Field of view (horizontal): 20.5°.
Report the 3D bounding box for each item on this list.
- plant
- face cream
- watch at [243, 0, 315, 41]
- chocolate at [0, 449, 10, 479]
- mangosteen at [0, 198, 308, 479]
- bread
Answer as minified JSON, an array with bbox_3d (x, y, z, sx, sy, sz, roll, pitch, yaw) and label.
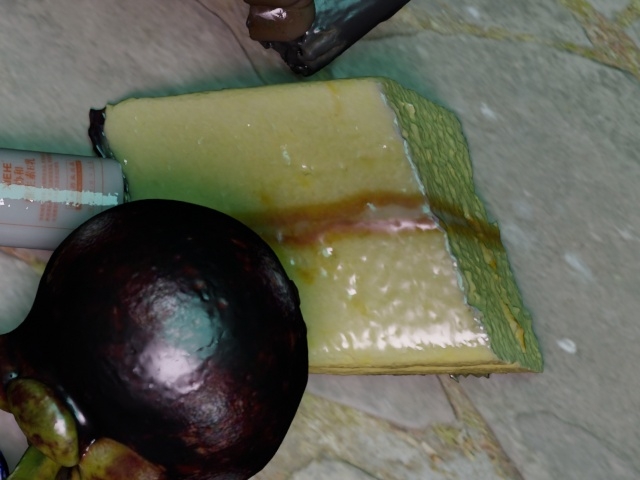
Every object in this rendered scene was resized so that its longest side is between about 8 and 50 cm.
[{"bbox_3d":[0.029,-0.302,1.933,0.164,0.142,0.256,37,71,-5],"label":"plant"},{"bbox_3d":[-0.327,-0.044,1.761,0.252,0.101,0.101,5,74,-17],"label":"face cream"},{"bbox_3d":[-0.144,-0.382,1.737,0.327,0.335,0.314,15,94,7],"label":"watch"},{"bbox_3d":[-0.290,0.353,1.664,0.148,0.126,0.343,-29,88,16],"label":"chocolate"},{"bbox_3d":[-0.167,0.105,1.682,0.313,0.297,0.297,-7,76,6],"label":"mangosteen"},{"bbox_3d":[0.000,0.000,1.903,0.405,0.242,0.345,-10,81,13],"label":"bread"}]
